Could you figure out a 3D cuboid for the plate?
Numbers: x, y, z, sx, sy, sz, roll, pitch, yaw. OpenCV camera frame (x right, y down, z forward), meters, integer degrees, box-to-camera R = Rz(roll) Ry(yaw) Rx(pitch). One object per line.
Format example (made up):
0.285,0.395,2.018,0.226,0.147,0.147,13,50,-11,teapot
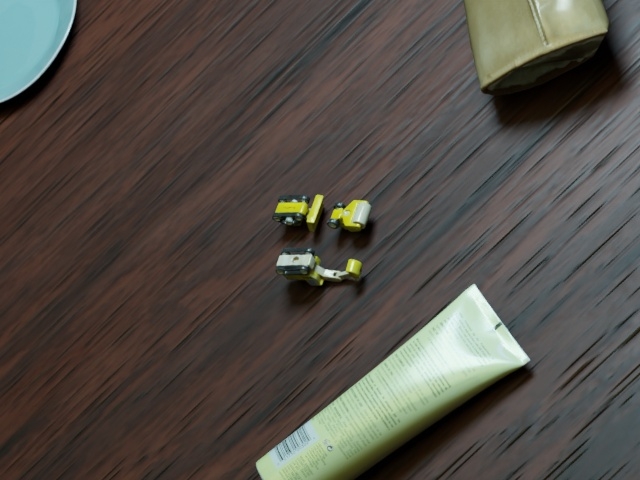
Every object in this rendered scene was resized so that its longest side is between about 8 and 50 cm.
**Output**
-0.331,-0.221,2.100,0.188,0.024,0.188,-14,59,25,plate

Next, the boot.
0.206,-0.291,1.708,0.236,0.089,0.270,-28,67,41,boot

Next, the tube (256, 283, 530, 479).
0.058,0.141,1.652,0.240,0.062,0.070,-38,95,4,tube

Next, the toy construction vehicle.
0.000,0.000,1.776,0.098,0.035,0.086,-2,54,28,toy construction vehicle
